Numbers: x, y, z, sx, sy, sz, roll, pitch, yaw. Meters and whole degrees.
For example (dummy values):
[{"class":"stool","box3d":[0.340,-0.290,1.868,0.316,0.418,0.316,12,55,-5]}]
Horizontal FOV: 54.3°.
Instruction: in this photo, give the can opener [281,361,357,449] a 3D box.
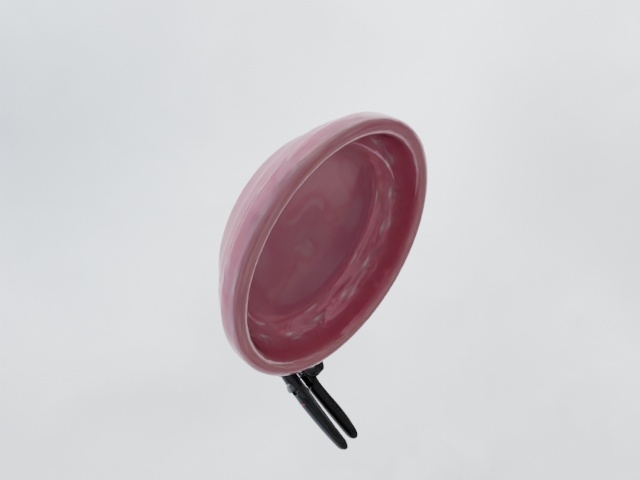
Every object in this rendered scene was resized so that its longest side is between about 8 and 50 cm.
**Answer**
[{"class":"can opener","box3d":[-0.012,0.224,0.911,0.059,0.073,0.186,-30,-93,-31]}]

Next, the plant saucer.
[{"class":"plant saucer","box3d":[0.000,0.000,0.745,0.332,0.084,0.332,-34,-40,-34]}]
